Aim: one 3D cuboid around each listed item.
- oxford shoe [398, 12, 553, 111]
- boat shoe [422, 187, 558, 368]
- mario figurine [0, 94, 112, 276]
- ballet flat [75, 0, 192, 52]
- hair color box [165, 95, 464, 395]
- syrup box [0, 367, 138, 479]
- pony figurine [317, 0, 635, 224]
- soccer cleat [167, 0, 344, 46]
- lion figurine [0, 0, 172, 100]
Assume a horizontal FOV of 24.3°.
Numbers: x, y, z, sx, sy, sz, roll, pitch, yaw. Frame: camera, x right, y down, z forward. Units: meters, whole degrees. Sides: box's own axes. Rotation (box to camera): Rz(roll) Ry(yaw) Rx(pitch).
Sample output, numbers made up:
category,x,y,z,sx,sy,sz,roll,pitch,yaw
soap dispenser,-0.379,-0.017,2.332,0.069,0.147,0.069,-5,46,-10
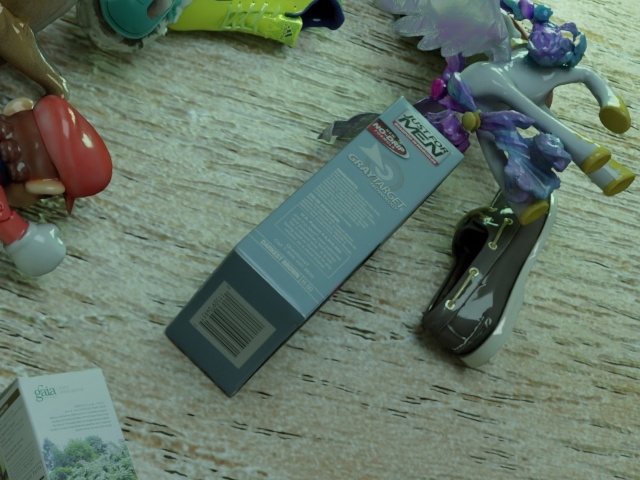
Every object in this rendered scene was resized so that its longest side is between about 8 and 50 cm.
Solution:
category,x,y,z,sx,sy,sz,roll,pitch,yaw
oxford shoe,0.190,-0.293,2.122,0.130,0.123,0.348,-20,61,-38
boat shoe,0.218,0.015,1.913,0.097,0.116,0.324,36,51,-12
mario figurine,-0.379,-0.058,1.582,0.321,0.170,0.198,-7,99,-26
ballet flat,-0.163,-0.395,1.842,0.147,0.147,0.409,42,74,-1
hair color box,0.000,0.000,1.721,0.113,0.185,0.374,44,45,1
syrup box,-0.238,0.249,1.441,0.093,0.096,0.236,-4,61,-38
pony figurine,0.213,-0.196,1.910,0.351,0.302,0.363,-17,61,-40
soccer cleat,-0.081,-0.307,1.958,0.289,0.093,0.121,-18,77,-41
lion figurine,-0.306,-0.295,1.653,0.240,0.392,0.142,50,5,-18
